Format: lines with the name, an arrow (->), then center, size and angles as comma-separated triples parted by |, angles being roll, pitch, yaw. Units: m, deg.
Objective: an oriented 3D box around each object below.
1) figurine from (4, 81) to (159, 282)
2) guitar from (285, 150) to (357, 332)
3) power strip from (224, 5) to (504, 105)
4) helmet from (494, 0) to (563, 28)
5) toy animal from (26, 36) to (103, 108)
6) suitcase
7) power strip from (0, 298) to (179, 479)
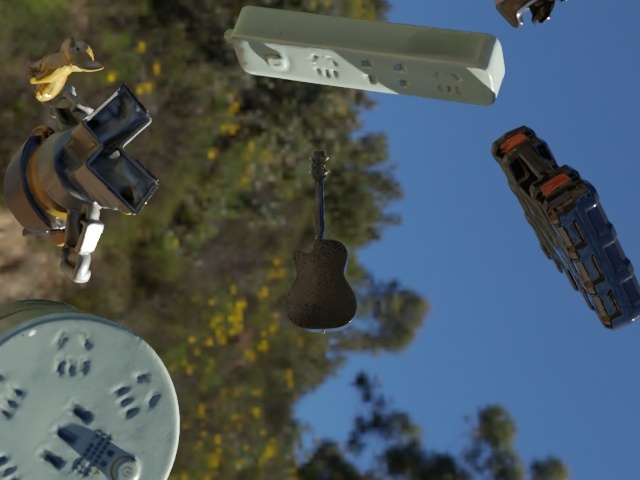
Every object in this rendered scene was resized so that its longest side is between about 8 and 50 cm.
figurine -> -0.362, -0.097, 2.131 | 0.308, 0.143, 0.309 | -30, -133, 38
guitar -> 0.000, 0.000, 1.812 | 0.025, 0.088, 0.233 | 79, 10, -75
power strip -> 0.049, -0.246, 1.936 | 0.091, 0.385, 0.062 | 70, 34, -55
helmet -> 0.365, -0.452, 2.359 | 0.198, 0.154, 0.253 | -33, -166, 49
toy animal -> -0.279, -0.185, 1.615 | 0.060, 0.083, 0.081 | -110, -179, -54
suitcase -> 0.317, -0.022, 1.884 | 0.206, 0.066, 0.285 | 59, 2, -22
power strip -> -0.382, 0.248, 2.008 | 0.161, 0.357, 0.358 | 9, -77, 61
